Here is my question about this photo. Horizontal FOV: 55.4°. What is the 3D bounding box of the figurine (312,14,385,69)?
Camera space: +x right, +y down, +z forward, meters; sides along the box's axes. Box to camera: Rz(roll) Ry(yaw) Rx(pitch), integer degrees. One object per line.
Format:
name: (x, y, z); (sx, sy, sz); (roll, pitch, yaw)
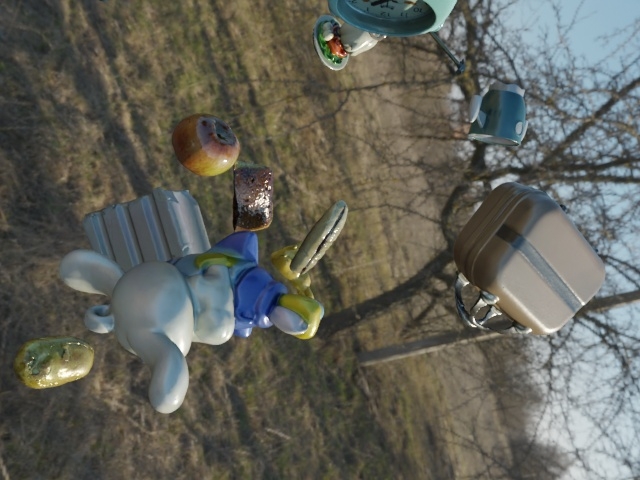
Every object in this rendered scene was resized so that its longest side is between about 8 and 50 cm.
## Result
figurine: (0.075, -0.470, 1.390); (0.132, 0.154, 0.132); (7, 81, -49)

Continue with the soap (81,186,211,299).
soap: (-0.559, 0.061, 2.096); (0.213, 0.350, 0.435); (-24, 96, -75)

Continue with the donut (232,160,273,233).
donut: (-0.176, -0.096, 1.587); (0.295, 0.112, 0.151); (104, -16, -75)

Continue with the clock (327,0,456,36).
clock: (0.119, -0.439, 1.059); (0.274, 0.224, 0.094); (86, 14, -87)

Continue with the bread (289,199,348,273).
bread: (-0.001, 0.000, 1.412); (0.053, 0.214, 0.073); (46, 26, 22)

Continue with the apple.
apple: (-0.219, -0.179, 1.155); (0.126, 0.102, 0.126); (38, 30, -28)

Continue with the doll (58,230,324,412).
doll: (-0.202, 0.110, 1.008); (0.366, 0.187, 0.376); (-10, 50, -38)

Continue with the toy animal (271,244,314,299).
toy animal: (-0.063, 0.093, 1.584); (0.070, 0.083, 0.159); (-44, 108, -40)

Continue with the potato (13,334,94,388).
potato: (-0.544, 0.247, 1.247); (0.170, 0.080, 0.107); (19, 90, -61)

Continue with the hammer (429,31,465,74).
hammer: (0.392, -0.604, 1.912); (0.182, 0.017, 0.062); (47, 49, -8)

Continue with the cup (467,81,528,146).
cup: (0.562, -0.395, 1.899); (0.300, 0.167, 0.173); (11, 95, -42)

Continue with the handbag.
handbag: (0.387, 0.065, 1.194); (0.302, 0.283, 0.149); (40, 5, -36)
